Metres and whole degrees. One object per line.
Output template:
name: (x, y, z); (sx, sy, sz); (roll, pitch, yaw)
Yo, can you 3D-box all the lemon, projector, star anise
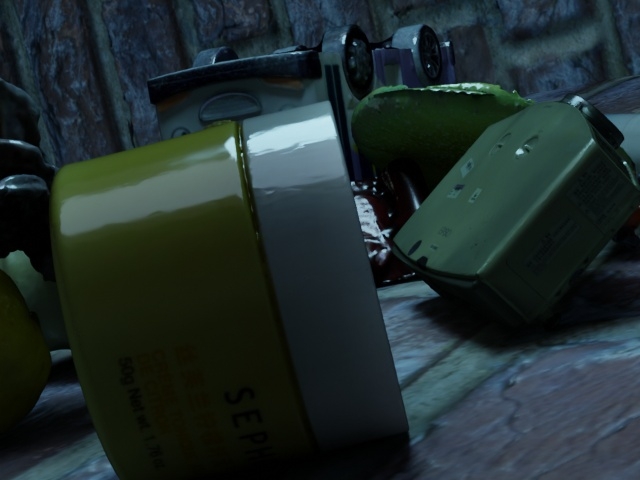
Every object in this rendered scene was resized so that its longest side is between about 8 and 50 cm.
lemon: (-0.317, 0.091, 1.235); (0.207, 0.170, 0.170); (-12, 8, 0)
projector: (0.169, -0.026, 1.295); (0.193, 0.088, 0.269); (-49, 13, -3)
star anise: (-0.217, -0.020, 1.262); (0.129, 0.212, 0.283); (-51, 23, -3)

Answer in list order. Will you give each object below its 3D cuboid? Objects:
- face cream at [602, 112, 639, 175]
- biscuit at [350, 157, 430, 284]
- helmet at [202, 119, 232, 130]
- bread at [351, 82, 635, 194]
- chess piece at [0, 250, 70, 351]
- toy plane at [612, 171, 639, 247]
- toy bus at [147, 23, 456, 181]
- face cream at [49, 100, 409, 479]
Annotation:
face cream: (0.379, -0.108, 1.803); (0.077, 0.077, 0.250); (-16, 10, -19)
biscuit: (0.000, -0.005, 1.561); (0.235, 0.063, 0.151); (-10, 49, 1)
helmet: (-0.036, 0.021, 1.301); (0.140, 0.205, 0.257); (10, 27, -29)
bread: (0.174, -0.085, 1.591); (0.301, 0.045, 0.301); (12, -17, 4)
chess piece: (-0.308, 0.059, 1.469); (0.330, 0.182, 0.182); (-18, 8, 1)
toy plane: (0.267, -0.022, 1.457); (0.077, 0.126, 0.194); (21, -20, 14)
toy bus: (0.001, -0.113, 1.828); (0.209, 0.249, 0.440); (-7, 4, 25)
face cream: (-0.056, 0.037, 0.998); (0.179, 0.218, 0.218); (-14, 8, 1)
